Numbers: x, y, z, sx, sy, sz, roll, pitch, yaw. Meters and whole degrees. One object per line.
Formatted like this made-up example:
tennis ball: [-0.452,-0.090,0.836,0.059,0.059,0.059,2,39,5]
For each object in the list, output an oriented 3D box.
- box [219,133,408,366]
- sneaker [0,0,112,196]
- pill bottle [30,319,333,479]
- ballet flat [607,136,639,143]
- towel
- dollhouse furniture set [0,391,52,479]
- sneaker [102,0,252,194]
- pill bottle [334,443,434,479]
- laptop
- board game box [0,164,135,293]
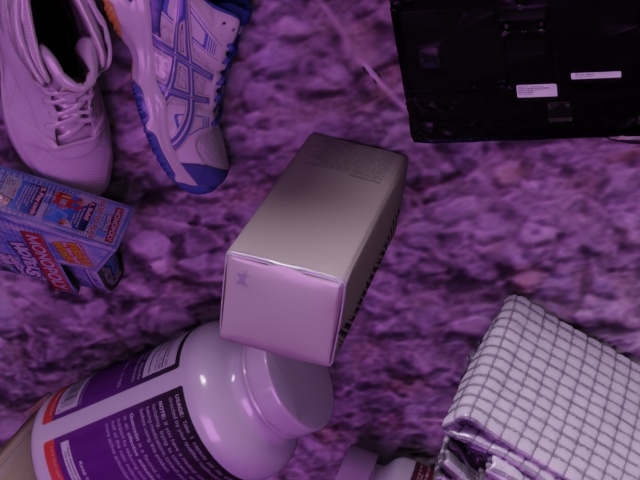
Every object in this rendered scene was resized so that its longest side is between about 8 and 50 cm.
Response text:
box: [0.000,0.000,1.189,0.113,0.275,0.094,14,120,11]
sneaker: [-0.260,-0.147,1.250,0.108,0.169,0.292,-20,119,-16]
pill bottle: [-0.151,0.201,1.390,0.323,0.181,0.181,-24,106,26]
ballet flat: [0.261,-0.121,1.166,0.203,0.074,0.074,10,118,13]
towel: [0.251,0.215,1.241,0.284,0.235,0.121,30,126,2]
dollhouse furniture set: [-0.387,0.391,1.549,0.303,0.198,0.286,-38,99,29]
sneaker: [-0.123,-0.182,1.239,0.131,0.112,0.296,-14,120,4]
pill bottle: [0.116,0.315,1.394,0.221,0.121,0.121,23,120,7]
laptop: [0.188,-0.234,1.124,0.234,0.136,0.264,-1,125,19]
board game box: [-0.287,-0.002,1.354,0.194,0.060,0.194,11,149,14]
